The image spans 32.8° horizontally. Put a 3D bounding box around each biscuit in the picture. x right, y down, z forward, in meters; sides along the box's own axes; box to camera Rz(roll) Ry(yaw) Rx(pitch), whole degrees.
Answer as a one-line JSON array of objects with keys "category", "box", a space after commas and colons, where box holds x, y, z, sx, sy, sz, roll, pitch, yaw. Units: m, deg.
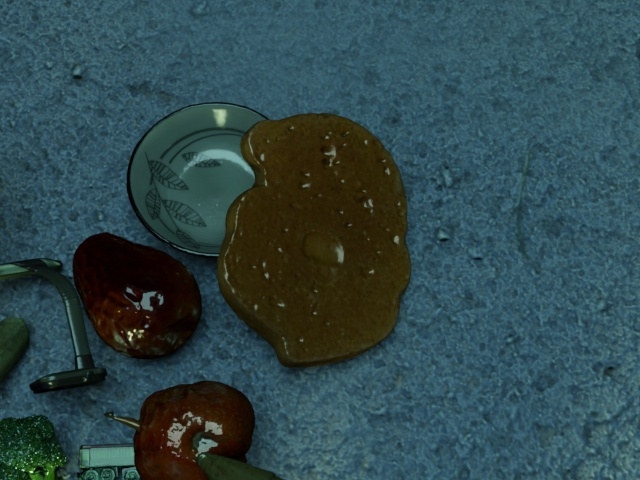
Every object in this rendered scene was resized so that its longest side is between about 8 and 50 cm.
[{"category": "biscuit", "box": [0.000, 0.000, 1.883, 0.350, 0.078, 0.455, 16, 73, -16]}]

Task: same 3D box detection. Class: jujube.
[{"category": "jujube", "box": [-0.325, 0.091, 1.883, 0.190, 0.190, 0.255, -41, 55, -13]}]

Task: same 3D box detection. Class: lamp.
[{"category": "lamp", "box": [-0.497, 0.139, 1.850, 0.203, 0.124, 0.283, -8, 65, -32]}]

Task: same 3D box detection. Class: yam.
[{"category": "yam", "box": [-0.560, 0.201, 1.888, 0.070, 0.069, 0.146, 18, 44, 9]}]

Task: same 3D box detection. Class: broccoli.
[{"category": "broccoli", "box": [-0.499, 0.373, 1.772, 0.195, 0.195, 0.156, -30, 108, -10]}]

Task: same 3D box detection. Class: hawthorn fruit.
[{"category": "hawthorn fruit", "box": [-0.231, 0.317, 1.745, 0.243, 0.207, 0.207, 18, 68, -13]}]

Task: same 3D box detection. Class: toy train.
[{"category": "toy train", "box": [-0.336, 0.376, 1.827, 0.148, 0.038, 0.070, -2, 68, 0]}]

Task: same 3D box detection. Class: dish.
[{"category": "dish", "box": [-0.189, -0.094, 1.978, 0.317, 0.106, 0.316, 0, 67, -1]}]

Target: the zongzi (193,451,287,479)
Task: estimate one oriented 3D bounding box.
[{"category": "zongzi", "box": [-0.059, 0.619, 1.591, 0.467, 0.218, 0.499, 22, 69, 0]}]
